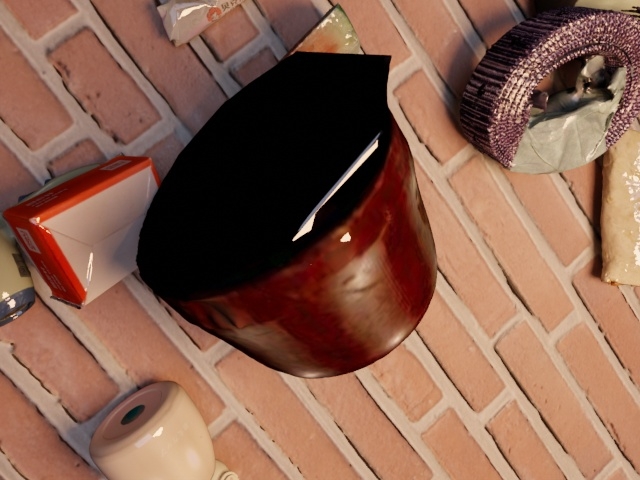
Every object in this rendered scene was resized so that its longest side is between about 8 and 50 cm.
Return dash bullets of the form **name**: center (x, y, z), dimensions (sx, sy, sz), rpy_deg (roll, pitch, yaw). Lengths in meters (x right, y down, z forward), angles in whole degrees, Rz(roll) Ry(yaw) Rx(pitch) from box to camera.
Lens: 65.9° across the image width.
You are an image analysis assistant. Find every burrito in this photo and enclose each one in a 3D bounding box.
- **burrito**: center (-0.157, -0.373, 0.746), dimensions (0.203, 0.064, 0.064), rpy_deg (-39, 101, -7)
- **burrito**: center (0.596, -0.055, 0.924), dimensions (0.143, 0.105, 0.300), rpy_deg (0, 94, -19)

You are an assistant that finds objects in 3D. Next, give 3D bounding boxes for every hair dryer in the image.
- **hair dryer**: center (-0.471, -0.071, 0.679), dimensions (0.295, 0.119, 0.298), rpy_deg (32, 69, -10)

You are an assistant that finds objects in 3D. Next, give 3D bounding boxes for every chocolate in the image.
- **chocolate**: center (0.000, 0.000, 0.651), dimensions (0.384, 0.383, 0.331), rpy_deg (-52, 125, -6)

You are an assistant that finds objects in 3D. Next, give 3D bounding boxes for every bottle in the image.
- **bottle**: center (-0.212, 0.342, 0.732), dimensions (0.147, 0.147, 0.237), rpy_deg (-32, 107, -10)

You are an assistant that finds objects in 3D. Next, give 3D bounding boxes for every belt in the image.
- **belt**: center (0.395, -0.242, 0.822), dimensions (0.324, 0.122, 0.260), rpy_deg (-21, 125, -11)

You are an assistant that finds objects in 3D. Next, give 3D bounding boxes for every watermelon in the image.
- **watermelon**: center (-0.042, -0.247, 0.755), dimensions (0.241, 0.154, 0.094), rpy_deg (-40, 102, 6)

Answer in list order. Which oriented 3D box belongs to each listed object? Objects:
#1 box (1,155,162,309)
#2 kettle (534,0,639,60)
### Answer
- **box**: center (-0.298, -0.020, 0.662), dimensions (0.182, 0.099, 0.133), rpy_deg (-44, 128, -39)
- **kettle**: center (0.512, -0.437, 0.866), dimensions (0.255, 0.165, 0.241), rpy_deg (-7, 123, -12)
